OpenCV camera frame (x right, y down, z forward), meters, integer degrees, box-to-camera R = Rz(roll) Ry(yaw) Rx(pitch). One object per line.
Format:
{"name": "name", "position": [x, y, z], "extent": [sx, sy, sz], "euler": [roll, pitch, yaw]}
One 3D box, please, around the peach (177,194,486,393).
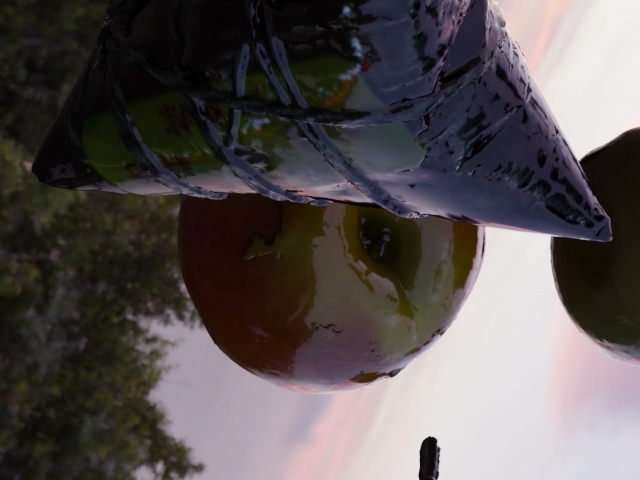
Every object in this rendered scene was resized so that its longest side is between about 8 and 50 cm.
{"name": "peach", "position": [0.000, 0.000, 1.314], "extent": [0.370, 0.370, 0.370], "euler": [20, 90, -90]}

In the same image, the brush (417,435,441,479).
{"name": "brush", "position": [0.152, 0.418, 1.642], "extent": [0.051, 0.070, 0.323], "euler": [59, 29, -44]}

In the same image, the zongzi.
{"name": "zongzi", "position": [0.032, -0.107, 0.849], "extent": [0.383, 0.362, 0.319], "euler": [5, -120, 50]}

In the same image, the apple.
{"name": "apple", "position": [0.394, 0.000, 1.293], "extent": [0.292, 0.292, 0.254], "euler": [109, -37, -78]}

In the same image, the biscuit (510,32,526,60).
{"name": "biscuit", "position": [0.196, -0.224, 1.566], "extent": [0.053, 0.194, 0.194], "euler": [-30, 155, -33]}
